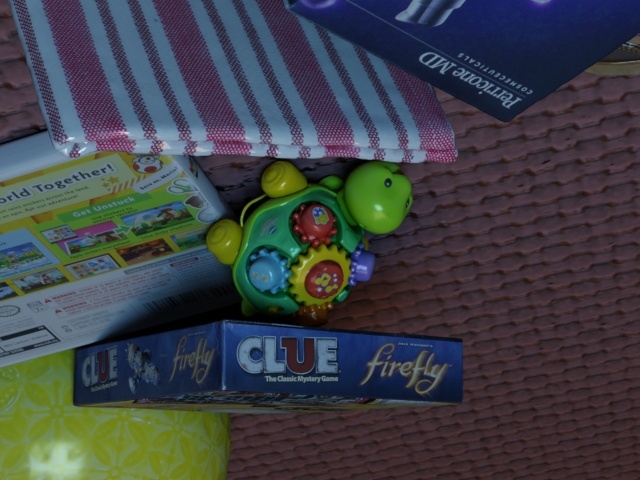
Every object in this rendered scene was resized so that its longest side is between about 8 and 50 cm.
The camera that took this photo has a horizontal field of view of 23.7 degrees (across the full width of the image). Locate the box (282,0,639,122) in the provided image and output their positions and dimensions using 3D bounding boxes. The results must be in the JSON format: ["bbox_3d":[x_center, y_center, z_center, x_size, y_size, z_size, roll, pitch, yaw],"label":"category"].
[{"bbox_3d":[0.098,-0.166,0.664,0.153,0.108,0.207,20,138,-38],"label":"box"}]

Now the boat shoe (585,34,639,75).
[{"bbox_3d":[0.220,-0.132,0.777,0.207,0.073,0.073,-11,150,4],"label":"boat shoe"}]

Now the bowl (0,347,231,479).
[{"bbox_3d":[-0.203,0.216,1.156,0.289,0.156,0.289,-6,148,-4],"label":"bowl"}]

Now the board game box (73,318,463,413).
[{"bbox_3d":[-0.042,0.087,0.993,0.165,0.042,0.243,6,170,-29],"label":"board game box"}]

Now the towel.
[{"bbox_3d":[-0.044,-0.087,0.703,0.197,0.144,0.029,-1,136,-25],"label":"towel"}]

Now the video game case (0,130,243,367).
[{"bbox_3d":[-0.168,0.006,0.954,0.227,0.026,0.206,-15,147,13],"label":"video game case"}]

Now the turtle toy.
[{"bbox_3d":[0.000,0.000,0.924,0.130,0.066,0.095,-47,128,1],"label":"turtle toy"}]
